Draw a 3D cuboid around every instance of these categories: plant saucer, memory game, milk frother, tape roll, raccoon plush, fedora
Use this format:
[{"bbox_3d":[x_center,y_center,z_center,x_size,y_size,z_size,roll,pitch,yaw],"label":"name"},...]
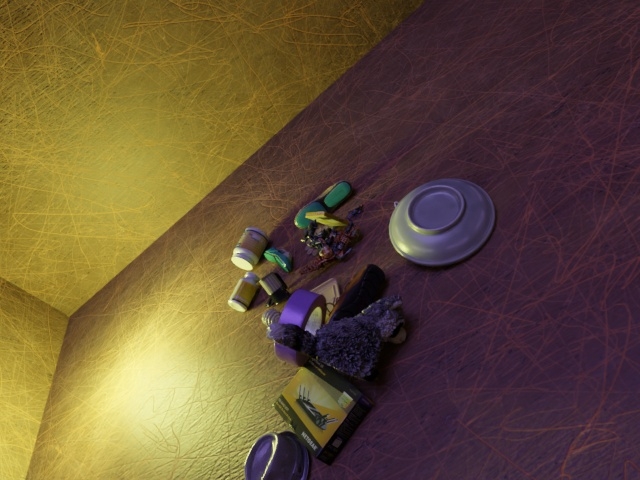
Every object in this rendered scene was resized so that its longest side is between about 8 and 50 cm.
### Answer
[{"bbox_3d":[0.439,-0.096,1.708,0.400,0.100,0.401,-15,52,19],"label":"plant saucer"},{"bbox_3d":[0.000,0.000,2.227,0.186,0.012,0.186,-28,37,24],"label":"memory game"},{"bbox_3d":[-0.233,0.231,2.111,0.143,0.135,0.129,-36,3,8],"label":"milk frother"},{"bbox_3d":[-0.069,0.324,1.706,0.090,0.275,0.275,13,59,19],"label":"tape roll"},{"bbox_3d":[0.084,0.267,1.504,0.216,0.446,0.299,2,67,64],"label":"raccoon plush"},{"bbox_3d":[-0.164,0.747,1.491,0.243,0.124,0.276,-9,47,42],"label":"fedora"}]

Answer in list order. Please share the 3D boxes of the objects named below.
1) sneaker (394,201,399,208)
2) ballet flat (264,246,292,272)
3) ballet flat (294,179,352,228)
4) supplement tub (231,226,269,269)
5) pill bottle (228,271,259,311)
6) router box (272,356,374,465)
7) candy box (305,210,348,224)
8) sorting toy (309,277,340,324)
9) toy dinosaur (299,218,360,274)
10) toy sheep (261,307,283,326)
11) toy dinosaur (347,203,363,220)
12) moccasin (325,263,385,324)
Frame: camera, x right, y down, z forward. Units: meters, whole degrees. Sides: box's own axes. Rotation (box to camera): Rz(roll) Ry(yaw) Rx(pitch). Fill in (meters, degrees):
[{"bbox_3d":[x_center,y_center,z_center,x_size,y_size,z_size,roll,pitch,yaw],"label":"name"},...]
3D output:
[{"bbox_3d":[0.352,-0.088,1.876,0.080,0.094,0.212,-37,34,8],"label":"sneaker"},{"bbox_3d":[-0.194,0.083,2.286,0.087,0.083,0.247,-39,33,-18],"label":"ballet flat"},{"bbox_3d":[0.019,-0.185,2.335,0.348,0.123,0.123,-39,34,9],"label":"ballet flat"},{"bbox_3d":[-0.379,0.044,2.460,0.144,0.144,0.200,-7,48,43],"label":"supplement tub"},{"bbox_3d":[-0.374,0.252,2.268,0.103,0.103,0.184,-5,50,44],"label":"pill bottle"},{"bbox_3d":[0.001,0.559,1.558,0.243,0.081,0.308,-51,34,-11],"label":"router box"},{"bbox_3d":[0.033,-0.100,2.127,0.105,0.205,0.027,-5,77,34],"label":"candy box"},{"bbox_3d":[0.008,0.278,1.901,0.193,0.038,0.208,-33,40,17],"label":"sorting toy"},{"bbox_3d":[0.025,0.025,2.057,0.321,0.164,0.218,-32,55,-14],"label":"toy dinosaur"},{"bbox_3d":[-0.206,0.343,2.012,0.132,0.091,0.091,4,56,42],"label":"toy sheep"},{"bbox_3d":[0.167,-0.129,2.186,0.082,0.047,0.090,-33,1,32],"label":"toy dinosaur"},{"bbox_3d":[0.107,0.253,1.729,0.380,0.139,0.147,-62,12,-27],"label":"moccasin"}]
